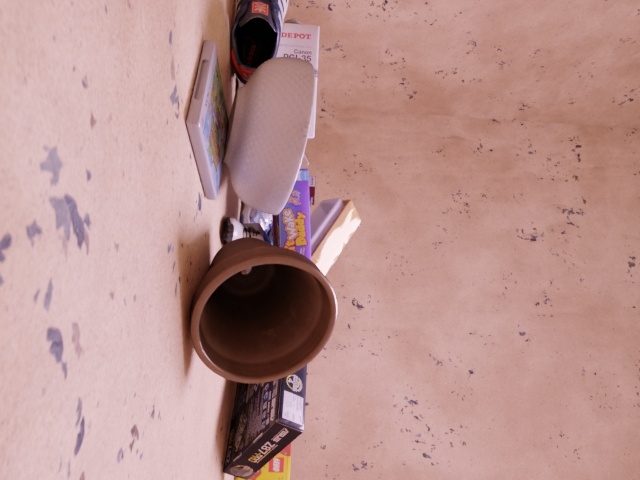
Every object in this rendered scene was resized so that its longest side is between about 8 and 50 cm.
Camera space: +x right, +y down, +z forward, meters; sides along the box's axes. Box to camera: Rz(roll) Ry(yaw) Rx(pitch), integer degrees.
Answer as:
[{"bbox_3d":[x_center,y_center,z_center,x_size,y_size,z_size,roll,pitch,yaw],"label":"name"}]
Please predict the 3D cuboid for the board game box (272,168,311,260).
[{"bbox_3d":[-0.081,0.001,1.267,0.233,0.078,0.347,156,-68,-79],"label":"board game box"}]

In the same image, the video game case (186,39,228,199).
[{"bbox_3d":[-0.199,-0.212,0.859,0.212,0.023,0.193,97,-5,-60],"label":"video game case"}]

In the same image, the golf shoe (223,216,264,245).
[{"bbox_3d":[-0.189,-0.013,1.172,0.198,0.094,0.077,100,-6,-83],"label":"golf shoe"}]

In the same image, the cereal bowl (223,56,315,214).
[{"bbox_3d":[-0.128,-0.233,1.024,0.339,0.141,0.339,-170,-90,-73],"label":"cereal bowl"}]

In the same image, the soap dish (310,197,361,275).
[{"bbox_3d":[0.000,0.000,1.583,0.291,0.118,0.229,-56,-164,-9],"label":"soap dish"}]

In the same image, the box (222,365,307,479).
[{"bbox_3d":[-0.158,0.449,1.410,0.318,0.097,0.395,-49,-156,29],"label":"box"}]

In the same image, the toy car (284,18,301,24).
[{"bbox_3d":[-0.131,-0.705,1.663,0.159,0.182,0.136,-115,-151,-52],"label":"toy car"}]

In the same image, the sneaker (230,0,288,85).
[{"bbox_3d":[-0.137,-0.537,1.085,0.148,0.131,0.350,-122,-145,-78],"label":"sneaker"}]

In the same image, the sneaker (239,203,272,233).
[{"bbox_3d":[-0.178,-0.071,1.452,0.112,0.131,0.296,-161,-105,-86],"label":"sneaker"}]

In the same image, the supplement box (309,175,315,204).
[{"bbox_3d":[-0.145,-0.246,2.263,0.073,0.239,0.130,97,-4,-59],"label":"supplement box"}]

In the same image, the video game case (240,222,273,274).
[{"bbox_3d":[-0.170,0.123,1.357,0.269,0.061,0.244,62,30,-55],"label":"video game case"}]

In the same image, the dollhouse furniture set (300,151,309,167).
[{"bbox_3d":[-0.131,-0.293,1.442,0.123,0.151,0.144,-91,158,-50],"label":"dollhouse furniture set"}]

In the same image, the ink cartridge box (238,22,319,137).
[{"bbox_3d":[-0.112,-0.417,1.247,0.117,0.207,0.283,-110,-157,-79],"label":"ink cartridge box"}]

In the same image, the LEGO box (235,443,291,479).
[{"bbox_3d":[-0.213,0.930,1.797,0.372,0.193,0.500,171,-78,-87],"label":"LEGO box"}]

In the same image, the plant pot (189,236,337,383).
[{"bbox_3d":[-0.129,0.104,0.918,0.229,0.263,0.263,-132,-138,-59],"label":"plant pot"}]

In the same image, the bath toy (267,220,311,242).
[{"bbox_3d":[-0.154,-0.043,1.653,0.348,0.151,0.129,-13,-83,63],"label":"bath toy"}]
